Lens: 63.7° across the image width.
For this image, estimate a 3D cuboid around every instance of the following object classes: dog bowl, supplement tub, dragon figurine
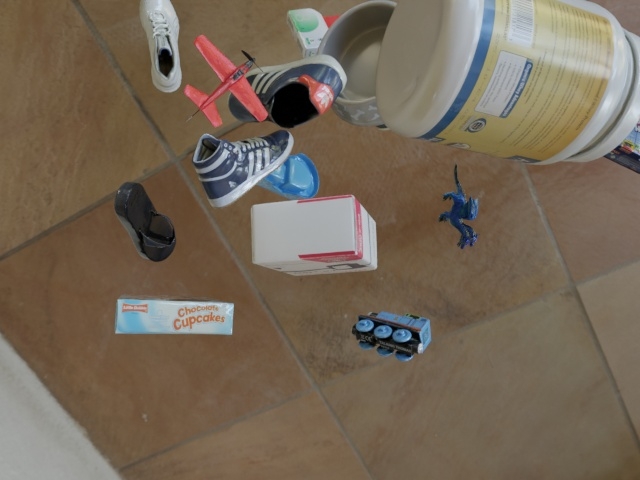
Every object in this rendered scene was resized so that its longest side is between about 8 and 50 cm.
[{"bbox_3d":[-0.134,-0.234,1.738,0.074,0.166,0.297,-19,151,41],"label":"dog bowl"},{"bbox_3d":[0.164,-0.147,0.453,0.199,0.144,0.145,9,112,-18],"label":"supplement tub"},{"bbox_3d":[0.504,-0.117,1.810,0.143,0.085,0.290,15,95,35],"label":"dragon figurine"},{"bbox_3d":[0.140,-0.501,1.433,0.348,0.102,0.349,-6,77,28],"label":"dog bowl"}]

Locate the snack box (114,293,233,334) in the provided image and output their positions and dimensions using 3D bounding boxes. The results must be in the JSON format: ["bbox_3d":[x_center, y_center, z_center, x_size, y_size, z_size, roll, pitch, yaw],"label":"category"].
[{"bbox_3d":[-0.287,0.136,0.982,0.186,0.322,0.060,4,85,-20],"label":"snack box"}]

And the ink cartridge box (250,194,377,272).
[{"bbox_3d":[0.000,0.000,0.906,0.171,0.237,0.100,-5,81,13],"label":"ink cartridge box"}]

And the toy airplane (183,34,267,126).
[{"bbox_3d":[-0.141,-0.222,0.743,0.151,0.028,0.151,3,84,-33],"label":"toy airplane"}]

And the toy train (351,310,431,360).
[{"bbox_3d":[0.164,0.215,1.203,0.184,0.105,0.080,10,122,36],"label":"toy train"}]

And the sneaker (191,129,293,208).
[{"bbox_3d":[-0.185,-0.219,1.239,0.099,0.282,0.153,20,147,42],"label":"sneaker"}]

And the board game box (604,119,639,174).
[{"bbox_3d":[0.794,-0.273,1.293,0.194,0.060,0.194,23,67,-5],"label":"board game box"}]

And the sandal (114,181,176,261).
[{"bbox_3d":[-0.338,-0.023,1.034,0.054,0.254,0.097,11,69,7],"label":"sandal"}]

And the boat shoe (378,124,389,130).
[{"bbox_3d":[0.289,-0.454,1.806,0.254,0.079,0.095,-1,72,39],"label":"boat shoe"}]

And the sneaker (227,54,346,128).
[{"bbox_3d":[-0.109,-0.318,1.194,0.349,0.148,0.131,-6,140,42],"label":"sneaker"}]

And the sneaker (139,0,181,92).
[{"bbox_3d":[-0.457,-0.592,1.502,0.110,0.129,0.298,-12,101,-16],"label":"sneaker"}]

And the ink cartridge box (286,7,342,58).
[{"bbox_3d":[0.015,-0.729,1.792,0.224,0.056,0.181,-16,69,-17],"label":"ink cartridge box"}]
